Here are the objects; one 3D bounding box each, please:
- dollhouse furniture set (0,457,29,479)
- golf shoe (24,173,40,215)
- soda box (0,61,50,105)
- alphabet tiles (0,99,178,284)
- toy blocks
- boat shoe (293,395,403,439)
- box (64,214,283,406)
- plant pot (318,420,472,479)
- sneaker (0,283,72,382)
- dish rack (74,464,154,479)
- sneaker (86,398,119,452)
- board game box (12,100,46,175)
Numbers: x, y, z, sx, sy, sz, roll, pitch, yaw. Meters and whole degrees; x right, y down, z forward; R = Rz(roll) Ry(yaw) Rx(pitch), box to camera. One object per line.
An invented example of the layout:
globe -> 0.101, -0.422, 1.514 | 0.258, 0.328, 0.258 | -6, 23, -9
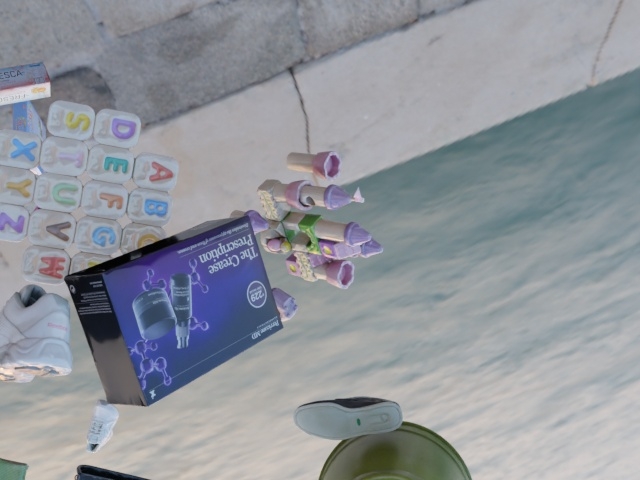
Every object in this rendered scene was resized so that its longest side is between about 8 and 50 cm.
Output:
dollhouse furniture set -> -0.455, 0.381, 1.143 | 0.152, 0.076, 0.058 | 4, 175, 22
golf shoe -> -0.667, -0.061, 1.575 | 0.306, 0.140, 0.115 | -23, 149, -56
soda box -> -0.696, -0.341, 1.678 | 0.183, 0.058, 0.063 | -16, 163, -25
alphabet tiles -> -0.370, -0.068, 1.174 | 0.278, 0.284, 0.021 | 10, 179, -13
toy blocks -> 0.000, 0.000, 1.637 | 0.309, 0.260, 0.288 | -47, 134, -36
boat shoe -> 0.059, 0.378, 1.637 | 0.233, 0.084, 0.079 | -3, -173, 2
box -> -0.193, 0.090, 1.055 | 0.103, 0.184, 0.261 | -5, -165, 42
plant pot -> 0.148, 0.575, 1.558 | 0.366, 0.366, 0.353 | -26, 170, 3
sneaker -> -0.379, 0.116, 0.956 | 0.232, 0.115, 0.090 | -10, 154, 37
dish rack -> -0.241, 0.425, 1.070 | 0.208, 0.271, 0.074 | 23, 90, -28
sneaker -> -0.468, 0.399, 1.619 | 0.054, 0.061, 0.152 | 21, 128, 3
board game box -> -0.765, -0.268, 1.998 | 0.039, 0.160, 0.211 | -4, 165, -9
